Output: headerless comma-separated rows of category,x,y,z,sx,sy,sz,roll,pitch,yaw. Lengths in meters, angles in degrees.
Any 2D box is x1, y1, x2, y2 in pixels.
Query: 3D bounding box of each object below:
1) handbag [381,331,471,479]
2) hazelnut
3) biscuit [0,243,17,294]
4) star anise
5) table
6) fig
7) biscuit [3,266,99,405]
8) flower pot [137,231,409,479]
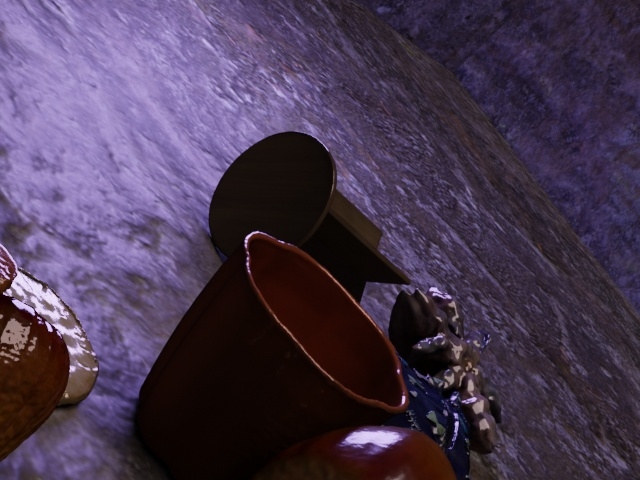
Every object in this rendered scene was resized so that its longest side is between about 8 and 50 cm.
handbag,0.075,0.204,1.221,0.162,0.113,0.260,37,20,-8
hazelnut,0.014,0.237,0.910,0.186,0.210,0.210,5,34,-18
biscuit,-0.322,-0.004,0.862,0.192,0.036,0.186,39,19,0
star anise,0.163,0.164,1.519,0.229,0.093,0.236,43,27,-37
table,0.000,0.000,1.457,0.226,0.167,0.167,41,16,-47
fig,-0.216,0.106,0.787,0.119,0.119,0.153,10,67,-62
biscuit,-0.231,0.068,0.958,0.152,0.020,0.152,40,19,-17
flower pot,-0.050,0.116,1.017,0.190,0.173,0.191,41,20,-18
